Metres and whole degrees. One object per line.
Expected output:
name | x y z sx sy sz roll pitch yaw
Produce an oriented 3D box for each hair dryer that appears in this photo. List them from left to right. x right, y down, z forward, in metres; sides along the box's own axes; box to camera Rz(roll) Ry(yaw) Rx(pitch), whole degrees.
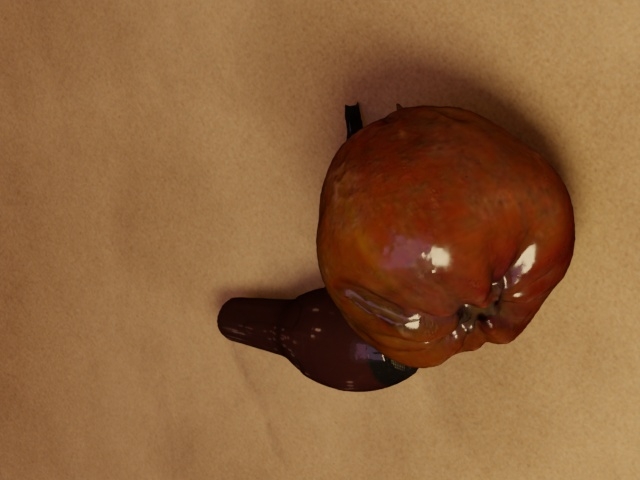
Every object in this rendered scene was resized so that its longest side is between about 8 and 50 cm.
hair dryer | 0.000 0.000 1.929 0.312 0.123 0.340 13 105 46

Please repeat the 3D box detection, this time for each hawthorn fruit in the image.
hawthorn fruit | 0.115 -0.027 1.714 0.277 0.277 0.298 -47 49 40
